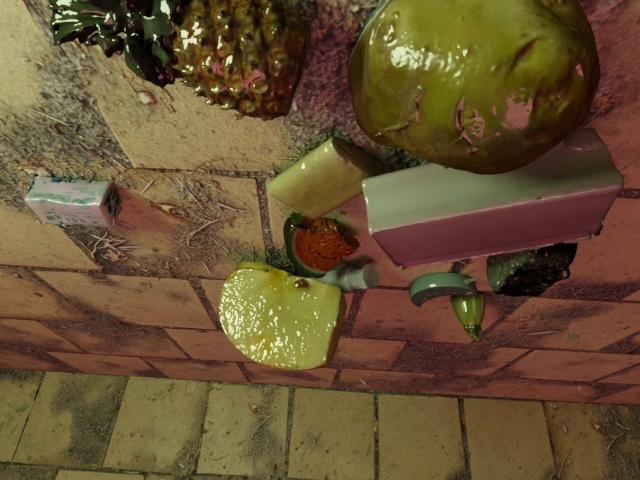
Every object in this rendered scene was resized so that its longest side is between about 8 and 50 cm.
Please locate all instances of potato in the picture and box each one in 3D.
[{"bbox_3d":[0.173,-0.180,0.523,0.300,0.196,0.246,-7,147,20],"label":"potato"}]

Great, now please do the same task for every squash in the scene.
[{"bbox_3d":[0.444,0.231,1.258,0.105,0.132,0.105,1,151,1],"label":"squash"}]

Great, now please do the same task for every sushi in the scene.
[{"bbox_3d":[0.463,0.038,0.935,0.127,0.124,0.225,4,144,-2],"label":"sushi"}]

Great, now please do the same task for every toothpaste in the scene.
[{"bbox_3d":[0.028,0.120,1.185,0.114,0.073,0.299,27,151,-36],"label":"toothpaste"}]

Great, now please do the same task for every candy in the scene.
[{"bbox_3d":[-0.505,-0.078,0.883,0.161,0.073,0.092,4,145,0],"label":"candy"}]

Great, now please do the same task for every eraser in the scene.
[{"bbox_3d":[0.285,-0.054,0.752,0.360,0.122,0.272,-13,157,20],"label":"eraser"}]

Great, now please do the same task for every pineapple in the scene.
[{"bbox_3d":[-0.170,-0.253,0.502,0.310,0.141,0.170,16,153,-7],"label":"pineapple"}]

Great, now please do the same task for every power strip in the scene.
[{"bbox_3d":[0.344,0.135,1.192,0.216,0.044,0.137,-19,143,34],"label":"power strip"}]

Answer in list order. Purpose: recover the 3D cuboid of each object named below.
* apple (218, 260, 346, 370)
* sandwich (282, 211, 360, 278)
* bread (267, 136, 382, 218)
[{"bbox_3d":[-0.095,0.180,1.109,0.309,0.314,0.252,10,118,11],"label":"apple"},{"bbox_3d":[-0.011,-0.004,0.968,0.159,0.079,0.235,-24,145,22],"label":"sandwich"},{"bbox_3d":[0.009,-0.112,0.783,0.140,0.060,0.178,27,142,-37],"label":"bread"}]
